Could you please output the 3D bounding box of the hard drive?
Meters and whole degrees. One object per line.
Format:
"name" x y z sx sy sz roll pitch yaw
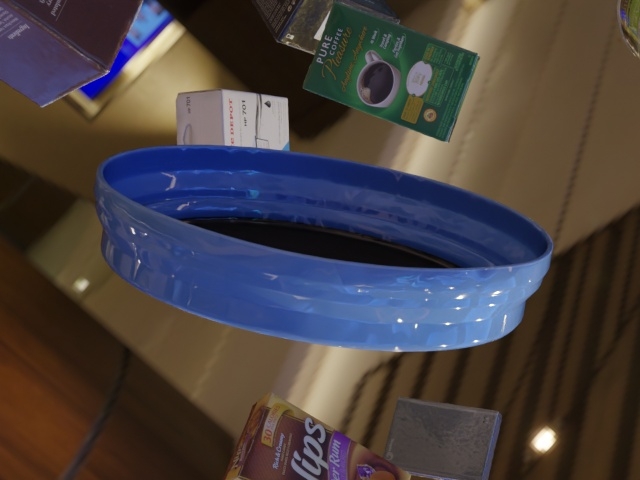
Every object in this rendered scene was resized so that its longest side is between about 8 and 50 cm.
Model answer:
"hard drive" 0.149 0.249 1.783 0.135 0.022 0.094 5 -113 27

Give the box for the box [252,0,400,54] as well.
"box" -0.002 -0.322 1.944 0.093 0.156 0.158 -57 -141 24

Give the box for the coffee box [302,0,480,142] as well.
"coffee box" 0.083 -0.198 1.684 0.040 0.184 0.113 -28 138 -78

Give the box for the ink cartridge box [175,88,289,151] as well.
"ink cartridge box" -0.124 -0.144 2.090 0.082 0.140 0.190 -2 180 26

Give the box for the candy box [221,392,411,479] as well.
"candy box" -0.004 0.257 1.528 0.053 0.186 0.109 -41 -158 52

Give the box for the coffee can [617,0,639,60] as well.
"coffee can" 0.495 -0.260 1.788 0.201 0.201 0.275 -43 -163 16

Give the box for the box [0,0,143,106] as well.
"box" -0.323 -0.286 1.601 0.167 0.203 0.168 -16 -134 51

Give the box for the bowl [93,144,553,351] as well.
"bowl" 0.000 0.000 1.236 0.391 0.391 0.077 -110 -152 -74
